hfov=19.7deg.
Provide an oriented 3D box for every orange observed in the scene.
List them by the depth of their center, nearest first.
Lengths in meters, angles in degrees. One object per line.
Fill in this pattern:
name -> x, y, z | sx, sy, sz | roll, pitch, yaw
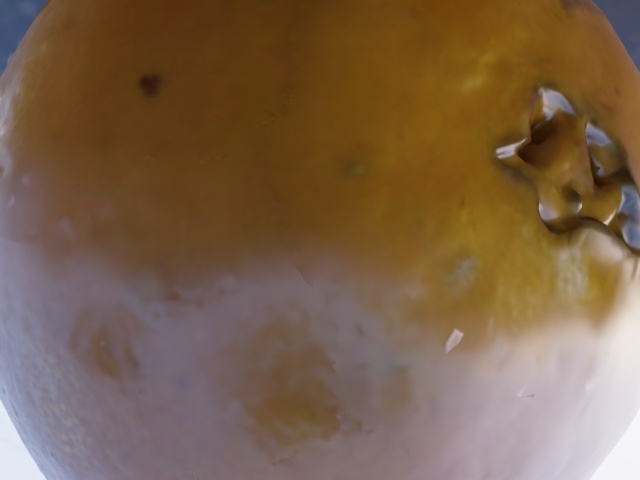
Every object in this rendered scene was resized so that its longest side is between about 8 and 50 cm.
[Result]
orange -> 0.000, 0.000, 0.781 | 0.312, 0.312, 0.312 | 10, -172, -1
